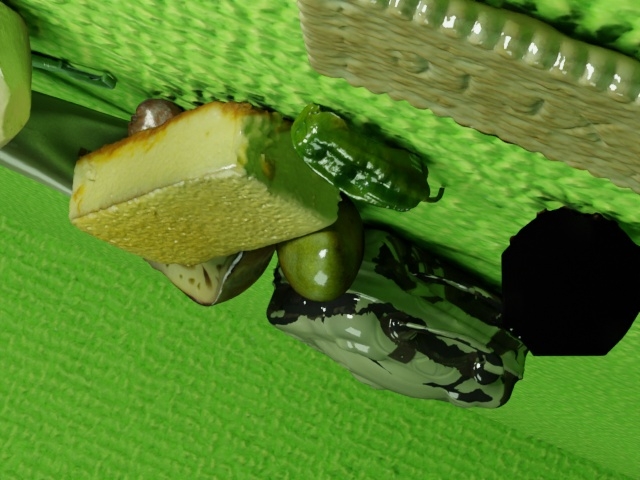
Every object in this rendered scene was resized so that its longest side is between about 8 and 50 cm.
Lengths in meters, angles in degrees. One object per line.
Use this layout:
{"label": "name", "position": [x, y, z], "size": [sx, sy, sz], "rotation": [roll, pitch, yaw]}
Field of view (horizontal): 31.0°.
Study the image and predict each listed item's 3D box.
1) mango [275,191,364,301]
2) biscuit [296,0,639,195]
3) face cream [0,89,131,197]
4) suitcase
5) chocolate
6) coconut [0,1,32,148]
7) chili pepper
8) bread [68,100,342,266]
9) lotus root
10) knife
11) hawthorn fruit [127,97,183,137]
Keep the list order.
{"label": "mango", "position": [0.000, 0.000, 1.414], "size": [0.111, 0.133, 0.267], "rotation": [5, -170, 0]}
{"label": "biscuit", "position": [0.137, -0.121, 0.861], "size": [0.325, 0.044, 0.217], "rotation": [21, 170, 7]}
{"label": "face cream", "position": [-0.382, -0.141, 1.454], "size": [0.341, 0.137, 0.084], "rotation": [21, 167, -18]}
{"label": "suitcase", "position": [0.124, 0.120, 1.642], "size": [0.352, 0.194, 0.339], "rotation": [28, 165, -29]}
{"label": "chocolate", "position": [0.261, 0.038, 1.195], "size": [0.156, 0.156, 0.133], "rotation": [20, -174, 10]}
{"label": "coconut", "position": [-0.427, -0.183, 1.251], "size": [0.245, 0.233, 0.233], "rotation": [28, 170, 8]}
{"label": "chili pepper", "position": [0.064, -0.072, 1.187], "size": [0.204, 0.073, 0.072], "rotation": [26, 154, -26]}
{"label": "bread", "position": [-0.131, -0.061, 1.319], "size": [0.275, 0.114, 0.185], "rotation": [-13, 152, 37]}
{"label": "lotus root", "position": [-0.124, -0.034, 1.552], "size": [0.188, 0.199, 0.180], "rotation": [44, -145, 23]}
{"label": "knife", "position": [-0.337, -0.215, 1.410], "size": [0.212, 0.015, 0.054], "rotation": [17, 176, 21]}
{"label": "hawthorn fruit", "position": [-0.178, -0.130, 1.380], "size": [0.103, 0.066, 0.067], "rotation": [23, 169, -14]}
